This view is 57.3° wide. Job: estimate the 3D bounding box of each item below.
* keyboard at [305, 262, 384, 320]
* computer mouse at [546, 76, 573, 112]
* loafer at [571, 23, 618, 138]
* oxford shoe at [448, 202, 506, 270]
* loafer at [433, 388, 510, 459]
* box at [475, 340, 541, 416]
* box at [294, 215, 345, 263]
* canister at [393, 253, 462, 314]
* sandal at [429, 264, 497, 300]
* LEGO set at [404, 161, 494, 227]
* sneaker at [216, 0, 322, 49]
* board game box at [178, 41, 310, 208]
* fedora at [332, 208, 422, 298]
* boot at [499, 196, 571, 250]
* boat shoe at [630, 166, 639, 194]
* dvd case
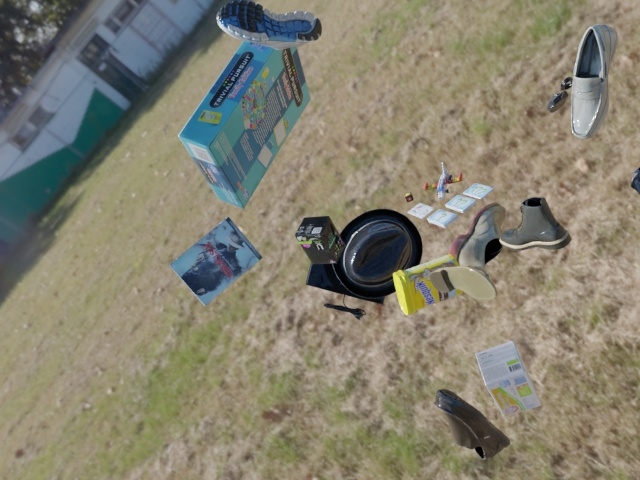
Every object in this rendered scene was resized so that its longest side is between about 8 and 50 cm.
[{"bbox_3d":[0.098,0.191,2.280,0.033,0.316,0.202,125,160,-83],"label":"keyboard"},{"bbox_3d":[0.795,-0.491,1.950,0.071,0.041,0.242,-34,-15,3],"label":"computer mouse"},{"bbox_3d":[0.772,-0.453,1.687,0.112,0.111,0.320,19,112,50],"label":"loafer"},{"bbox_3d":[0.527,-0.003,1.836,0.130,0.123,0.348,12,42,36],"label":"oxford shoe"},{"bbox_3d":[0.296,0.376,1.167,0.078,0.220,0.080,-51,24,-6],"label":"loafer"},{"bbox_3d":[0.520,0.386,1.620,0.114,0.203,0.103,-24,42,15],"label":"box"},{"bbox_3d":[0.000,0.000,1.142,0.062,0.083,0.052,-2,45,33],"label":"box"},{"bbox_3d":[0.296,0.119,1.606,0.169,0.126,0.073,-19,25,-7],"label":"canister"},{"bbox_3d":[0.366,0.086,1.428,0.079,0.088,0.240,-29,11,-22],"label":"sandal"},{"bbox_3d":[0.332,-0.131,1.625,0.182,0.060,0.244,-37,27,-11],"label":"LEGO set"},{"bbox_3d":[-0.098,-0.373,1.051,0.083,0.190,0.072,-15,76,62],"label":"sneaker"},{"bbox_3d":[-0.151,-0.276,1.291,0.079,0.254,0.336,22,70,19],"label":"board game box"},{"bbox_3d":[0.204,0.047,2.035,0.334,0.334,0.152,-50,1,1],"label":"fedora"},{"bbox_3d":[0.509,-0.049,1.453,0.077,0.137,0.197,-47,21,-27],"label":"boot"},{"bbox_3d":[0.789,-0.216,1.204,0.340,0.158,0.127,-35,58,-26],"label":"boat shoe"},{"bbox_3d":[-0.163,0.032,0.921,0.119,0.087,0.013,-40,8,-7],"label":"dvd case"}]
